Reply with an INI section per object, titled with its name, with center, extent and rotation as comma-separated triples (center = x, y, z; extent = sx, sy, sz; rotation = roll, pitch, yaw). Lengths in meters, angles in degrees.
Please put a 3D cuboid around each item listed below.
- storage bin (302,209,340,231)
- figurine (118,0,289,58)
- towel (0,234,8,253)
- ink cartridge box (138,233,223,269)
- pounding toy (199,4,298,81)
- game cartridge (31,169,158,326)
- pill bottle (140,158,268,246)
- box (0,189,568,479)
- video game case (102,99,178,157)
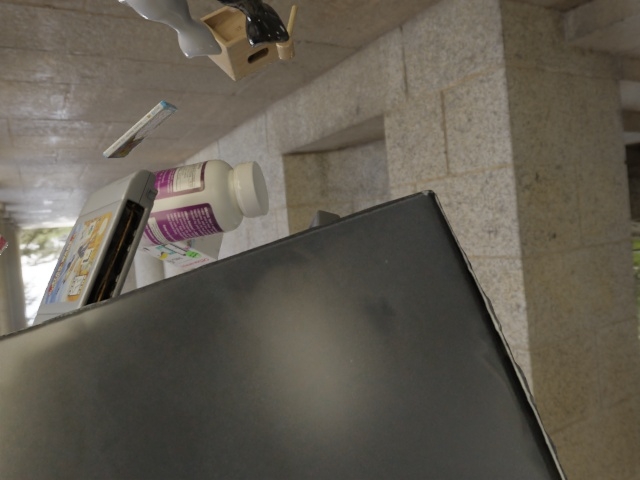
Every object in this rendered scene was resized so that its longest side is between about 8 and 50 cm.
[storage bin]
center = 0.000, 0.000, 1.074
extent = 0.098, 0.091, 0.135
rotation = 13, -140, -13
[figurine]
center = -0.179, -0.369, 0.782
extent = 0.214, 0.092, 0.209
rotation = -3, 165, 18
[towel]
center = -0.638, -0.001, 0.820
extent = 0.029, 0.144, 0.197
rotation = 13, 145, 21
[ink cartridge box]
center = -0.482, -0.052, 1.618
extent = 0.198, 0.197, 0.270
rotation = -17, 145, 40
[pounding toy]
center = -0.118, -0.405, 1.002
extent = 0.181, 0.206, 0.094
rotation = -34, 149, -16
[game cartridge]
center = -0.361, 0.039, 0.766
extent = 0.198, 0.297, 0.062
rotation = -7, 151, 40
[pill bottle]
center = -0.279, -0.091, 1.114
extent = 0.301, 0.169, 0.169
rotation = -10, -179, 7
[box]
center = -0.091, 0.218, 0.537
extent = 0.479, 0.297, 0.472
rotation = -19, 169, -6
[video game case]
center = -0.383, -0.236, 1.048
extent = 0.166, 0.015, 0.119
rotation = -41, -169, 3
